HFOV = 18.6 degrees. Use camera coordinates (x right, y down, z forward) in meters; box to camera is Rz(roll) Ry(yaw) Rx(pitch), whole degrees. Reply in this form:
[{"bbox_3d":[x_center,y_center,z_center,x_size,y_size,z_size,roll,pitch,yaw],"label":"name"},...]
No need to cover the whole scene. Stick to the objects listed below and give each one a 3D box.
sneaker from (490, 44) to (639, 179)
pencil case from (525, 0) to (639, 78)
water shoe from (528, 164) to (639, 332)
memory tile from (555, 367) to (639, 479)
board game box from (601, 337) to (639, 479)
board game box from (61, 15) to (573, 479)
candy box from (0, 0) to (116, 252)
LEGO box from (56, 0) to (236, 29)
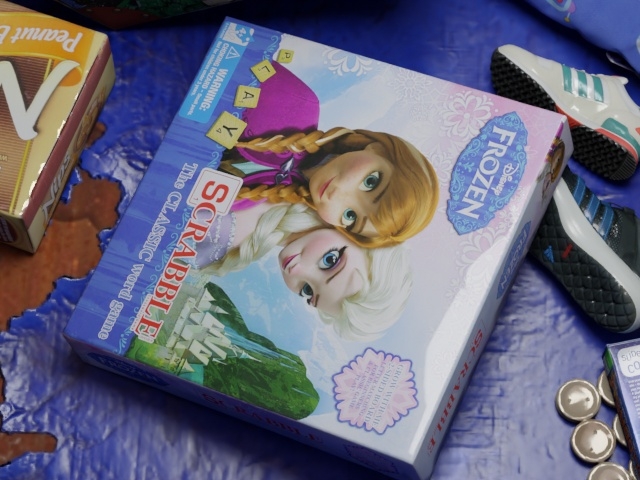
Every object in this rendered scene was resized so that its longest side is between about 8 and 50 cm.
[{"bbox_3d":[0.223,-0.123,1.689,0.161,0.057,0.075,38,56,15],"label":"sneaker"},{"bbox_3d":[0.216,-0.249,1.699,0.306,0.133,0.119,32,29,11],"label":"pencil case"},{"bbox_3d":[0.221,-0.009,1.641,0.080,0.073,0.203,-16,64,-37],"label":"water shoe"},{"bbox_3d":[0.274,0.148,1.597,0.148,0.012,0.113,-17,69,-6],"label":"memory tile"},{"bbox_3d":[0.343,0.130,1.577,0.201,0.035,0.136,-11,69,-5],"label":"board game box"},{"bbox_3d":[0.000,0.000,1.589,0.318,0.066,0.319,18,70,20],"label":"board game box"},{"bbox_3d":[-0.355,-0.131,1.665,0.316,0.087,0.183,20,69,7],"label":"candy box"},{"bbox_3d":[-0.073,-0.468,1.633,0.372,0.193,0.500,-8,71,33],"label":"LEGO box"}]
